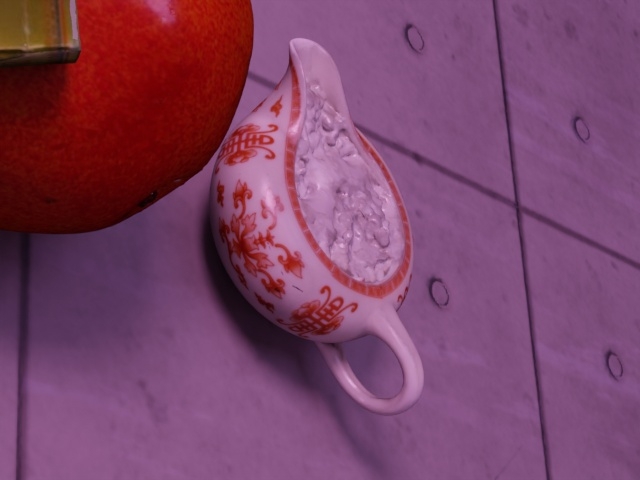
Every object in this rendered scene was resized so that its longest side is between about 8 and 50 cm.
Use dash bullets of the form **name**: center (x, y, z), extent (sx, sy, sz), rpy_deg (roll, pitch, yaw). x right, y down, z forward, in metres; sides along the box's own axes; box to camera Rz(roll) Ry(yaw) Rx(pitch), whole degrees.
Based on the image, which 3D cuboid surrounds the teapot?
- **teapot**: center (0.000, 0.000, 1.235), extent (0.246, 0.116, 0.159), rpy_deg (63, 24, 2)

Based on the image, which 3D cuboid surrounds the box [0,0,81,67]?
- **box**: center (-0.273, -0.159, 0.879), extent (0.311, 0.043, 0.173), rpy_deg (-5, 86, -13)

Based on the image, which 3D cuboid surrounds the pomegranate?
- **pomegranate**: center (-0.158, -0.127, 1.025), extent (0.257, 0.221, 0.221), rpy_deg (62, 37, -11)
